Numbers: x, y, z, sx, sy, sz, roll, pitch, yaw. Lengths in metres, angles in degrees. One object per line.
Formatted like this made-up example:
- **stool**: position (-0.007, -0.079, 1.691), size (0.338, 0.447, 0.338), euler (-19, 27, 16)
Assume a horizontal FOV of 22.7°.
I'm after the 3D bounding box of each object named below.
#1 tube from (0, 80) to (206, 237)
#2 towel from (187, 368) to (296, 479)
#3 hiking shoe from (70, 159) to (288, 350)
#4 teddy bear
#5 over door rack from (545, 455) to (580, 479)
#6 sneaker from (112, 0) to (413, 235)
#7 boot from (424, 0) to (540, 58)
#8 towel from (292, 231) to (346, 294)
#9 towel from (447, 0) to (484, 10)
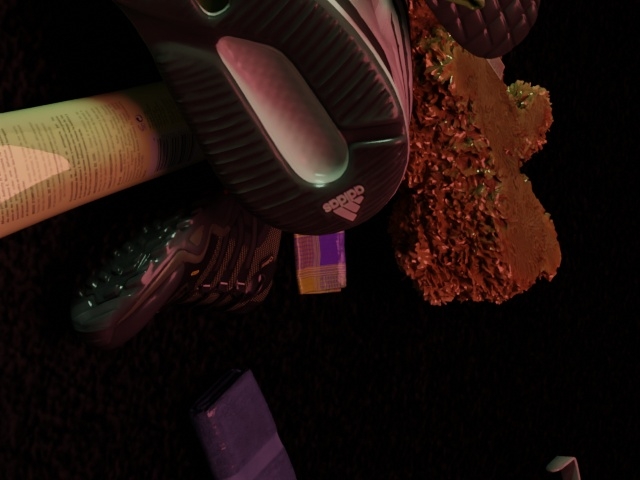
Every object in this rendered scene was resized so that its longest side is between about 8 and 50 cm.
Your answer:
- **tube**: position (-0.173, -0.053, 1.017), size (0.240, 0.062, 0.070), euler (-22, 64, -42)
- **towel**: position (-0.058, 0.157, 1.174), size (0.067, 0.029, 0.119), euler (-42, 122, -41)
- **hiking shoe**: position (-0.078, 0.016, 1.102), size (0.227, 0.086, 0.114), euler (-48, 122, -38)
- **teddy bear**: position (0.092, -0.114, 1.301), size (0.245, 0.113, 0.338), euler (-42, 114, -49)
- **over door rack**: position (0.242, 0.331, 1.369), size (0.324, 0.239, 0.108), euler (-45, 121, -38)
- **sneaker**: position (-0.074, -0.227, 1.086), size (0.447, 0.169, 0.257), euler (62, 14, -9)
- **boot**: position (0.067, -0.247, 1.146), size (0.083, 0.161, 0.246), euler (-34, 100, 2)
- **towel**: position (0.000, 0.000, 1.251), size (0.060, 0.009, 0.083), euler (-2, 93, -50)
- **towel**: position (0.057, -0.227, 1.007), size (0.113, 0.023, 0.152), euler (8, 67, -32)
